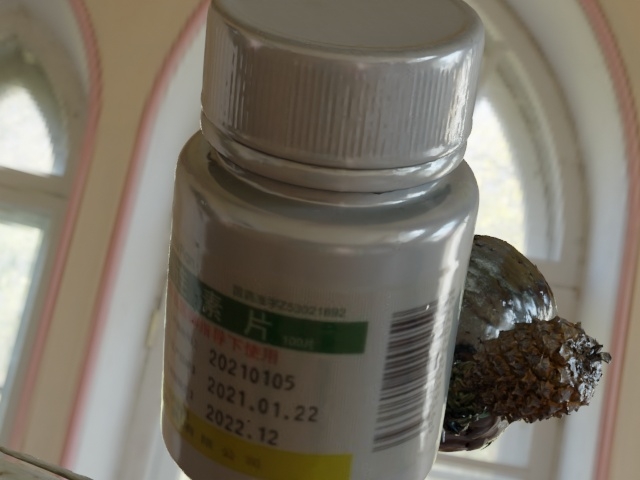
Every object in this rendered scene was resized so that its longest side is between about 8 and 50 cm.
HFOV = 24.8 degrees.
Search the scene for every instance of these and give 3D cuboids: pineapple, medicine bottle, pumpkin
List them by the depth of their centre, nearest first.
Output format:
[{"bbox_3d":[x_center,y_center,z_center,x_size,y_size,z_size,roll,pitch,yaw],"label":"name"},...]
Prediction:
[{"bbox_3d":[0.000,0.000,0.994,0.208,0.340,0.208,5,28,-2],"label":"medicine bottle"},{"bbox_3d":[0.150,0.113,1.216,0.221,0.103,0.083,-20,-53,43],"label":"pineapple"},{"bbox_3d":[0.141,0.106,1.479,0.163,0.233,0.233,27,-11,19],"label":"pumpkin"}]

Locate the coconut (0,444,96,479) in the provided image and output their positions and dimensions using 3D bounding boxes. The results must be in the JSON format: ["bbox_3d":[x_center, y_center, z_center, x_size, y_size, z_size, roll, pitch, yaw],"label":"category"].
[{"bbox_3d":[-0.094,0.219,0.436,0.323,0.323,0.323,11,-16,3],"label":"coconut"}]
